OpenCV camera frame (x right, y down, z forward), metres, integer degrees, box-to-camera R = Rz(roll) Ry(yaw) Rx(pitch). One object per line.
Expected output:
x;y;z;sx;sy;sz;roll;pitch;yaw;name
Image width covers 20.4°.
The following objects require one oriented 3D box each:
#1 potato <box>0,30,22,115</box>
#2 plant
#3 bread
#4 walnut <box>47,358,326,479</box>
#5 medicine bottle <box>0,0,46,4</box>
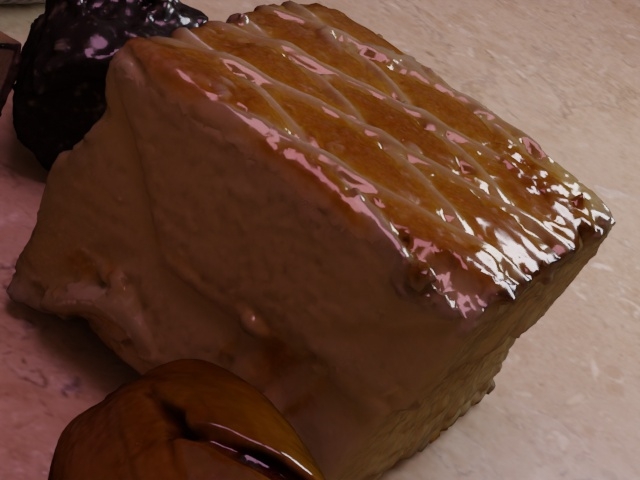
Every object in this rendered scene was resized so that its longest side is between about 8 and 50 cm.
-0.340;-0.144;1.659;0.086;0.122;0.061;2;33;-43;potato
-0.202;-0.168;1.726;0.178;0.204;0.234;19;34;-9;plant
0.000;0.000;1.526;0.390;0.279;0.371;34;28;15;bread
-0.093;0.192;1.234;0.209;0.209;0.336;8;26;-29;walnut
-0.347;-0.348;1.908;0.332;0.190;0.190;-10;45;-46;medicine bottle
